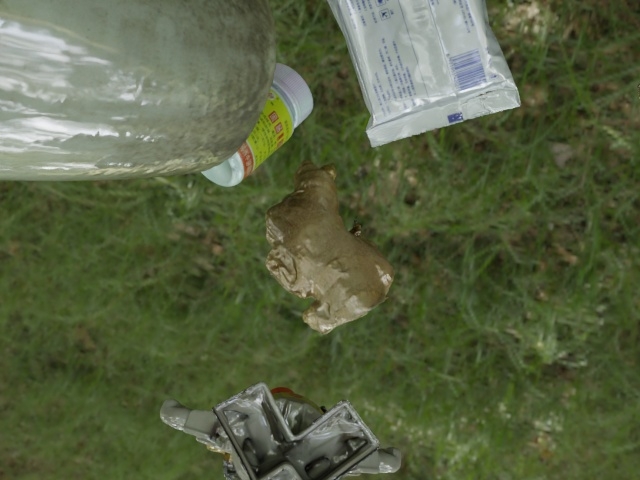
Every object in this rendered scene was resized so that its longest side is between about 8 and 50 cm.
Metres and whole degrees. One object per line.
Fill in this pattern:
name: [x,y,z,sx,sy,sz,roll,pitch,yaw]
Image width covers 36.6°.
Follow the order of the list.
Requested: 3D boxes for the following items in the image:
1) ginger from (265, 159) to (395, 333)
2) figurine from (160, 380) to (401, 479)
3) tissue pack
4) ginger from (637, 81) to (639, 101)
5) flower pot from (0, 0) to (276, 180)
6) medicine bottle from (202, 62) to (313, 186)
ginger: [-0.004,0.003,1.137,0.213,0.137,0.074,63,154,16]
figurine: [-0.051,0.251,1.201,0.308,0.143,0.308,27,162,10]
tissue pack: [0.067,-0.173,0.725,0.123,0.026,0.193,-15,112,12]
ginger: [0.442,-0.152,0.949,0.263,0.109,0.116,11,120,59]
flower pot: [-0.226,-0.181,0.870,0.330,0.293,0.294,8,166,-44]
medicine bottle: [-0.128,-0.212,1.747,0.139,0.225,0.139,30,146,23]
